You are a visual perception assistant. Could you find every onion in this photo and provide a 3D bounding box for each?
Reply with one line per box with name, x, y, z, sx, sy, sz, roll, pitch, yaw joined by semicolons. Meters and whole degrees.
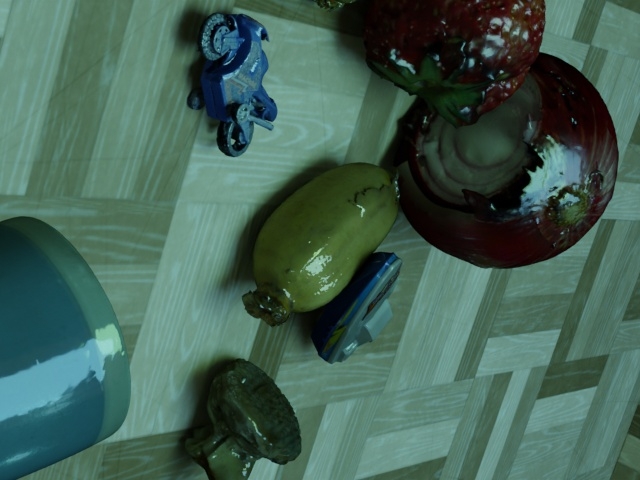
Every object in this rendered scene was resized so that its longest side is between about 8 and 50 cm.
onion;0.297;-0.112;1.954;0.341;0.341;0.341;-33;136;-40

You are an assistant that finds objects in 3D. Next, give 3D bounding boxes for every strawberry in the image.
strawberry;0.195;-0.315;1.766;0.250;0.239;0.288;110;5;-75

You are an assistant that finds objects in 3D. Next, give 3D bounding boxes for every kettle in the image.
kettle;-0.400;0.167;1.259;0.342;0.247;0.319;-25;156;-35

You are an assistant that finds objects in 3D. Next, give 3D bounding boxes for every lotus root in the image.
lotus root;-0.002;-0.002;1.773;0.303;0.131;0.146;-46;128;-26

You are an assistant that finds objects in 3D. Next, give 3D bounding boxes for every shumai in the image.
shumai;-0.115;0.267;1.805;0.153;0.161;0.209;-43;171;6

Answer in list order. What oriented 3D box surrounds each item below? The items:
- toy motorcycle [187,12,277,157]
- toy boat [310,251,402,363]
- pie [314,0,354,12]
toy motorcycle;-0.100;-0.199;1.565;0.114;0.076;0.205;-50;146;-35
toy boat;0.064;0.086;1.848;0.129;0.088;0.295;-49;174;-23
pie;0.028;-0.380;1.620;0.163;0.079;0.193;-62;148;-12
